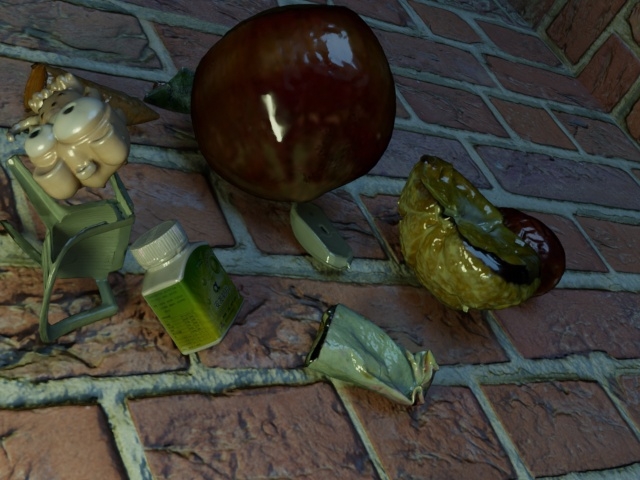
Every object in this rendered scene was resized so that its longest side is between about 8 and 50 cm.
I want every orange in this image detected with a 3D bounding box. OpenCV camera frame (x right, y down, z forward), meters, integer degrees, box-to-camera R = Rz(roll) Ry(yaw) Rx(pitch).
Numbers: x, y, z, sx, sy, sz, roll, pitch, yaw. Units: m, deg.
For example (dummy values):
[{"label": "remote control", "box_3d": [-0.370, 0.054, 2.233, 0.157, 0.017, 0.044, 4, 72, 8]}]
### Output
[{"label": "orange", "box_3d": [0.290, 0.013, 1.945, 0.271, 0.210, 0.369, 2, 43, -43]}]

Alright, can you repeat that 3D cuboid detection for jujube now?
[{"label": "jujube", "box_3d": [0.449, 0.019, 2.135, 0.190, 0.190, 0.255, 20, 18, -21]}]

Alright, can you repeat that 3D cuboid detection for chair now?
[{"label": "chair", "box_3d": [-0.374, 0.004, 1.395, 0.190, 0.203, 0.275, -11, 45, -34]}]

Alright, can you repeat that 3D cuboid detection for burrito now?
[{"label": "burrito", "box_3d": [0.091, 0.213, 1.631, 0.229, 0.089, 0.144, 29, 47, -7]}]

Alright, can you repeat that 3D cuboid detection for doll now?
[{"label": "doll", "box_3d": [-0.368, -0.159, 1.357, 0.278, 0.154, 0.119, 39, -12, 50]}]

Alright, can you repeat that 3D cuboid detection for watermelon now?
[{"label": "watermelon", "box_3d": [-0.288, -0.321, 1.996, 0.155, 0.101, 0.080, 27, 21, -29]}]

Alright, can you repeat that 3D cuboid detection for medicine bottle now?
[{"label": "medicine bottle", "box_3d": [-0.215, 0.067, 1.474, 0.188, 0.088, 0.132, 59, 28, -19]}]

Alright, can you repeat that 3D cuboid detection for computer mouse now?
[{"label": "computer mouse", "box_3d": [0.000, 0.000, 1.848, 0.089, 0.056, 0.182, -17, 61, -47]}]

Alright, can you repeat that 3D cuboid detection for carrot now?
[{"label": "carrot", "box_3d": [-0.427, -0.264, 1.779, 0.263, 0.102, 0.102, 9, 40, -36]}]

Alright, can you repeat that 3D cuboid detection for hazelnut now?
[{"label": "hazelnut", "box_3d": [-0.053, -0.269, 1.848, 0.421, 0.353, 0.421, -1, 58, 2]}]
